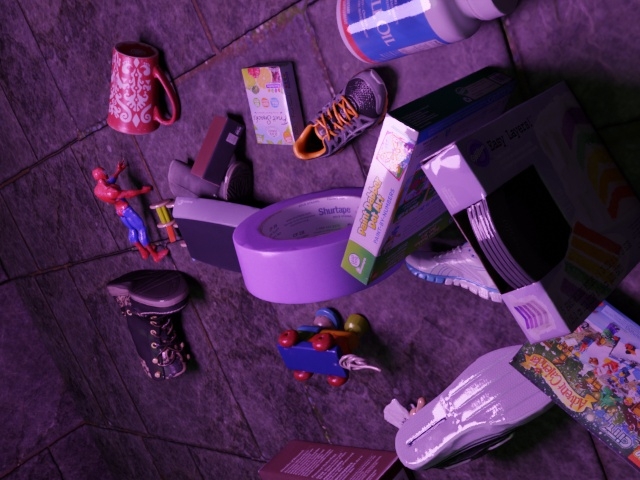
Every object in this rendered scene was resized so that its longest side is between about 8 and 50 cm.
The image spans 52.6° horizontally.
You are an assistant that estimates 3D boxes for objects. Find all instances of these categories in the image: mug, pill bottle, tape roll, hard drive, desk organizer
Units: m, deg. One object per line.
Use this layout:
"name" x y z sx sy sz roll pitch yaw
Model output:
"mug" -0.380 -0.329 1.392 0.113 0.150 0.169 -111 28 -51
"pill bottle" 0.138 -0.315 0.848 0.221 0.124 0.124 -3 111 45
"tape roll" 0.000 0.000 1.061 0.274 0.275 0.090 7 119 42
"hard drive" -0.180 -0.003 1.337 0.254 0.054 0.172 11 138 23
"desk organizer" -0.205 -0.179 1.283 0.050 0.047 0.130 25 92 46

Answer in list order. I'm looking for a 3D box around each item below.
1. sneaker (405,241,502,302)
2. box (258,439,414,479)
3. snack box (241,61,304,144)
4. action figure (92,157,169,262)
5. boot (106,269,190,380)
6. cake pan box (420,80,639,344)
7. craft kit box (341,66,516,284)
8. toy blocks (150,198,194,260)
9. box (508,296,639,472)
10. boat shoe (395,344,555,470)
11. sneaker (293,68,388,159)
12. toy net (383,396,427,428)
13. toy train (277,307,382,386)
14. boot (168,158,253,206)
"sneaker" 0.224 0.030 1.026 0.190 0.071 0.083 14 117 29
"box" 0.046 0.583 1.478 0.381 0.143 0.191 -14 104 50
"snack box" -0.084 -0.247 1.175 0.100 0.037 0.141 11 121 42
"action figure" -0.460 -0.092 1.618 0.091 0.139 0.280 9 142 38
"boot" -0.426 0.230 1.728 0.377 0.138 0.284 1 113 49
"cake pan box" 0.270 -0.042 0.776 0.246 0.267 0.070 59 144 3
"craft kit box" 0.147 -0.090 0.882 0.061 0.250 0.247 34 132 26
"toy blocks" -0.340 -0.024 1.553 0.123 0.054 0.148 0 114 44
"box" 0.407 0.187 0.898 0.233 0.044 0.159 40 108 20
"boat shoe" 0.275 0.278 1.073 0.335 0.119 0.121 -39 49 28
"sneaker" 0.032 -0.195 1.059 0.084 0.083 0.215 54 138 8
"toy net" 0.220 0.341 1.231 0.232 0.045 0.122 -18 102 50
"toy train" 0.050 0.197 1.243 0.248 0.143 0.105 -2 120 40
"boot" -0.240 -0.126 1.388 0.208 0.076 0.190 38 135 30
